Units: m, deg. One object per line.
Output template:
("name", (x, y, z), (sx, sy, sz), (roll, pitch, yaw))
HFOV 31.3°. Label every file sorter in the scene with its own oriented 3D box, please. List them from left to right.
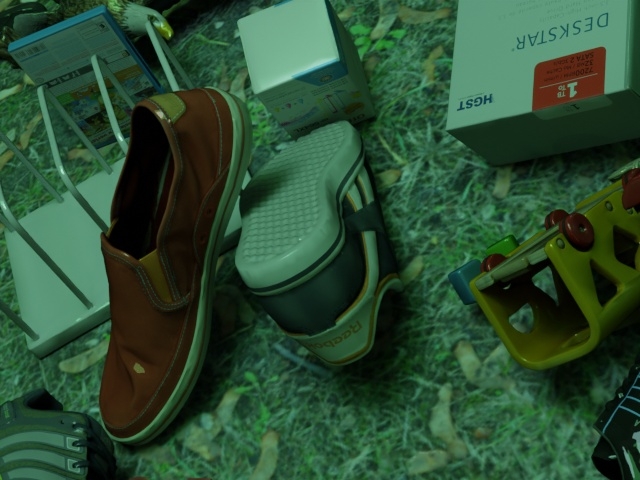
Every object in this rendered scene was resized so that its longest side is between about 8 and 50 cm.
("file sorter", (-0.229, -0.059, 1.151), (0.277, 0.173, 0.193), (-30, 45, 4))

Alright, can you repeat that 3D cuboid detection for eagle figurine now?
("eagle figurine", (-0.225, -0.294, 1.320), (0.225, 0.226, 0.298), (30, 87, 4))

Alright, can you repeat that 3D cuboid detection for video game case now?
("video game case", (-0.247, -0.175, 1.257), (0.119, 0.166, 0.015), (-19, 47, 14))

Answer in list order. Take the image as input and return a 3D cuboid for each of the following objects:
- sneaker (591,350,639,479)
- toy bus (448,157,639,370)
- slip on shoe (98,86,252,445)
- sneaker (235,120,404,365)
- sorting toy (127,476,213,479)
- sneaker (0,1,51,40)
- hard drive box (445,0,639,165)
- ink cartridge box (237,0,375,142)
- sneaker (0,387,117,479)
("sneaker", (0.242, 0.118, 0.816), (0.090, 0.081, 0.232), (-1, 55, 19))
("toy bus", (0.214, 0.022, 0.892), (0.202, 0.191, 0.104), (-31, 89, 4))
("slip on shoe", (-0.151, 0.023, 1.005), (0.123, 0.101, 0.331), (29, 109, 45))
("sneaker", (0.000, 0.000, 1.027), (0.126, 0.127, 0.321), (-26, 20, 17))
("sorting toy", (-0.064, 0.249, 0.899), (0.274, 0.046, 0.132), (-4, 53, 25))
("sneaker", (-0.411, -0.264, 1.499), (0.170, 0.051, 0.089), (-22, 42, 6))
("hard drive box", (0.219, -0.201, 1.020), (0.181, 0.089, 0.232), (-11, 64, 39))
("ink cartridge box", (-0.009, -0.168, 1.152), (0.092, 0.143, 0.090), (-20, 65, 13))
("sneaker", (-0.215, 0.207, 0.943), (0.121, 0.111, 0.300), (-41, 43, -20))
